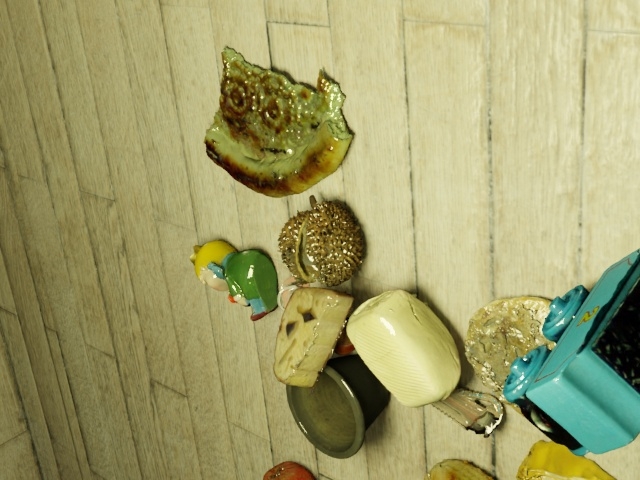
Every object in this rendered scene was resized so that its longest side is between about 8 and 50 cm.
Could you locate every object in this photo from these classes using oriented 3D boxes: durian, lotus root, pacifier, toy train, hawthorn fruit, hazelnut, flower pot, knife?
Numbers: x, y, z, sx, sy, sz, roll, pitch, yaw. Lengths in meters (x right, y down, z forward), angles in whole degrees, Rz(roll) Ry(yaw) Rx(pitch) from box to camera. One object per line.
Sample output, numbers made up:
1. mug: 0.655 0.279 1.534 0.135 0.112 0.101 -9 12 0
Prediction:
1. durian: 0.000 0.000 1.878 0.196 0.167 0.196 2 94 27
2. lotus root: -0.023 0.182 1.874 0.260 0.074 0.170 -69 28 22
3. pacifier: -0.065 0.123 2.065 0.078 0.081 0.099 -138 36 -64
4. toy train: 0.439 0.171 1.398 0.188 0.300 0.265 41 151 2
5. hawthorn fruit: -0.030 0.686 2.318 0.285 0.165 0.165 43 142 -15
6. hazelnut: 0.051 0.208 1.983 0.086 0.086 0.086 24 127 36
7. flower pot: 0.054 0.340 1.996 0.235 0.148 0.235 24 126 38
8. knife: 0.224 0.290 1.880 0.365 0.043 0.089 30 97 35

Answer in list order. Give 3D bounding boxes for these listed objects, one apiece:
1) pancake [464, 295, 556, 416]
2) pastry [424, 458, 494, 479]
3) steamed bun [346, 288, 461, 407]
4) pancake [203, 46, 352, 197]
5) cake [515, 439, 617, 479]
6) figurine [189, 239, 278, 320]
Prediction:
1. pancake: 0.390 0.225 1.663 0.282 0.049 0.282 23 127 35
2. pastry: 0.305 0.552 1.898 0.192 0.093 0.182 27 130 38
3. steamed bun: 0.180 0.201 1.796 0.238 0.152 0.170 50 148 -1
4. pancake: -0.104 -0.230 1.906 0.427 0.067 0.304 22 124 39
5. cake: 0.455 0.441 1.673 0.185 0.116 0.079 46 136 25
6. figurine: -0.210 0.092 2.165 0.234 0.127 0.185 0 120 35
